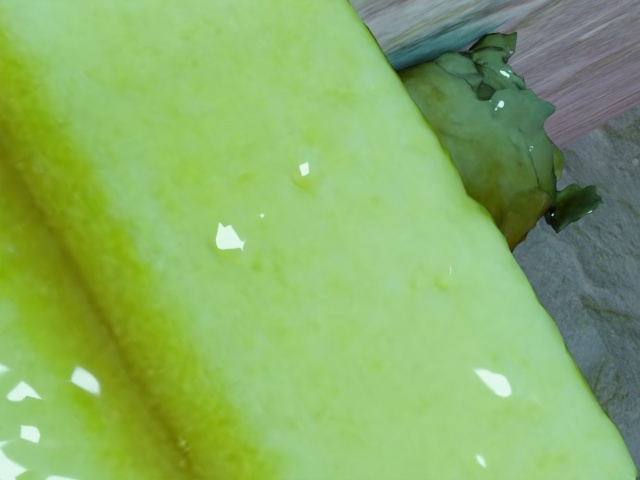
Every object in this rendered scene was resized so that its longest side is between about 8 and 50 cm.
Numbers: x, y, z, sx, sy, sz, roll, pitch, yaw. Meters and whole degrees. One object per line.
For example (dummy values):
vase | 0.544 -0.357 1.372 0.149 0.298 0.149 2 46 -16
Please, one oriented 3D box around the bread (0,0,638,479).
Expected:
bread | -0.119 0.083 0.467 0.233 0.245 0.361 -27 173 -30

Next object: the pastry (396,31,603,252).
pastry | 0.000 0.000 0.954 0.329 0.136 0.329 -29 178 -1
